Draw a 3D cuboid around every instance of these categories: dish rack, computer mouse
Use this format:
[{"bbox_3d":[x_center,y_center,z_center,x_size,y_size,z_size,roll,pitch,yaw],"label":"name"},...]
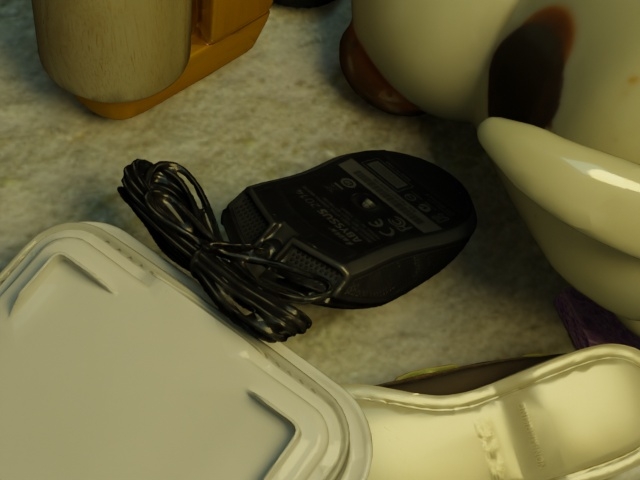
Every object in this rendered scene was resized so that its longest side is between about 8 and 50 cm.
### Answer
[{"bbox_3d":[-0.159,0.160,0.674,0.285,0.072,0.333,34,73,14],"label":"dish rack"},{"bbox_3d":[0.000,0.000,0.808,0.272,0.072,0.188,-14,45,-41],"label":"computer mouse"}]

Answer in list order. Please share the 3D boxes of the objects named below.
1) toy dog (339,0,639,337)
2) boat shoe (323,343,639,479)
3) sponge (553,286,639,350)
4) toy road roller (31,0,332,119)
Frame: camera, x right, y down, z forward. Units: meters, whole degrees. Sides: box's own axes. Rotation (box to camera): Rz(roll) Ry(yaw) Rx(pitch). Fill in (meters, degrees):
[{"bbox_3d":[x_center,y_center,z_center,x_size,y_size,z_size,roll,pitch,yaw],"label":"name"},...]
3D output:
[{"bbox_3d":[0.185,-0.110,0.815,0.395,0.284,0.408,-14,46,-33],"label":"toy dog"},{"bbox_3d":[0.076,0.144,0.770,0.324,0.097,0.116,-14,83,-7],"label":"boat shoe"},{"bbox_3d":[0.302,0.065,0.900,0.210,0.031,0.117,-17,70,-19],"label":"sponge"},{"bbox_3d":[-0.125,-0.278,0.870,0.240,0.202,0.329,39,57,19],"label":"toy road roller"}]
